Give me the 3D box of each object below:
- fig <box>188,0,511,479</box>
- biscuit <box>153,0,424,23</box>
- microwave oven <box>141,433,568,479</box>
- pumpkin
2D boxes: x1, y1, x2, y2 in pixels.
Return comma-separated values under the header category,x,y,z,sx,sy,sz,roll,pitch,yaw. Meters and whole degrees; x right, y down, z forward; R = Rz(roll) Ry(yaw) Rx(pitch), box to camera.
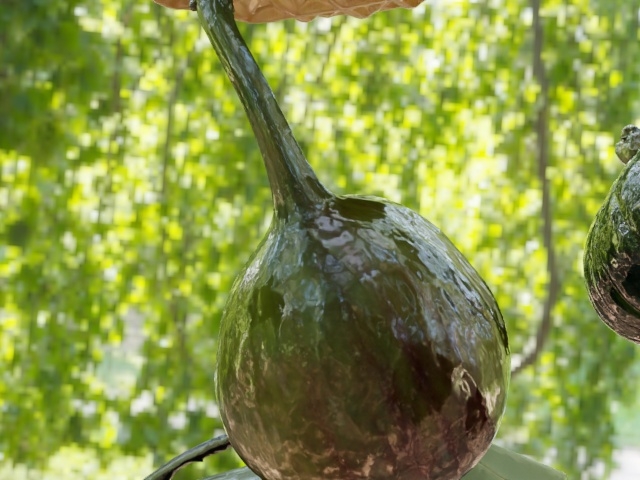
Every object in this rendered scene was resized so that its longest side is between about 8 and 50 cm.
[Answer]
category,x,y,z,sx,sy,sz,roll,pitch,yaw
fig,0.000,0.000,0.685,0.149,0.245,0.149,-21,13,5
biscuit,0.020,-0.185,0.869,0.204,0.040,0.309,10,-20,-30
microwave oven,-0.003,0.340,1.197,0.394,0.333,0.247,-20,-35,30
pumpkin,0.326,-0.018,1.285,0.216,0.250,0.250,47,16,22
